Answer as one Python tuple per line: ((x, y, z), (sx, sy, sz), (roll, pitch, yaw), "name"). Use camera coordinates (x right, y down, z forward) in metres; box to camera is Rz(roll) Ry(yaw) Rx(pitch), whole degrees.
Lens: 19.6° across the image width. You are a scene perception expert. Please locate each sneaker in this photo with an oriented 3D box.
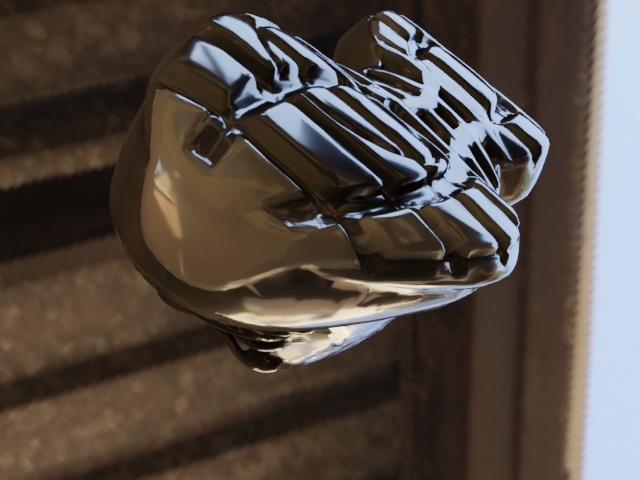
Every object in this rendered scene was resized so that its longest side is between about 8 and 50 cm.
((0.000, 0.000, 0.541), (0.106, 0.101, 0.267), (-50, -9, 16), "sneaker")
